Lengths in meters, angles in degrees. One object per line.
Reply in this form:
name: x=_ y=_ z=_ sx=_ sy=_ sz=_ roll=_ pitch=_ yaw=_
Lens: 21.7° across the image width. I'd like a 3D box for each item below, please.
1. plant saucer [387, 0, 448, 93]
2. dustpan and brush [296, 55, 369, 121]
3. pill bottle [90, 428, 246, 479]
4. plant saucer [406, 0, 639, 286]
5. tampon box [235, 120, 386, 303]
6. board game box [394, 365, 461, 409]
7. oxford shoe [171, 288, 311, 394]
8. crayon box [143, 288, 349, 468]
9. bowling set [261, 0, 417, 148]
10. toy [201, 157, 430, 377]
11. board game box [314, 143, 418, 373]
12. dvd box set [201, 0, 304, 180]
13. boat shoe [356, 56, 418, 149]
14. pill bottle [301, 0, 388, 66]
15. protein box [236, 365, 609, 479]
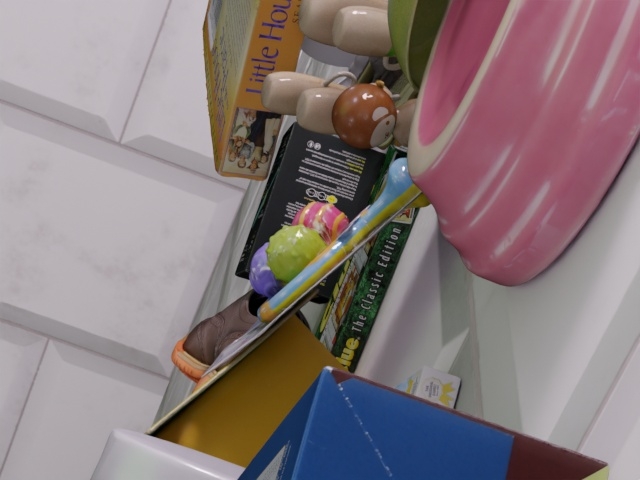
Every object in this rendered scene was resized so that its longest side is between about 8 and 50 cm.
plant saucer: x=0.111 y=-0.217 z=1.161 sx=0.241 sy=0.037 sz=0.241 roll=-51 pitch=-20 yaw=-27
dustpan and brush: x=0.035 y=-0.164 z=1.765 sx=0.147 sy=0.060 sz=0.211 roll=-37 pitch=6 yaw=-21
pill bottle: x=-0.121 y=0.326 z=1.121 sx=0.210 sy=0.210 sz=0.363 roll=163 pitch=127 yaw=-81
plant saucer: x=0.134 y=-0.140 z=0.988 sx=0.332 sy=0.084 sz=0.332 roll=-159 pitch=90 yaw=-83
tampon box: x=-0.012 y=-0.025 z=1.721 sx=0.120 sy=0.101 sz=0.161 roll=157 pitch=132 yaw=-82
board game box: x=0.043 y=0.164 z=1.058 sx=0.103 sy=0.026 sz=0.154 roll=129 pitch=160 yaw=-69
oxford shoe: x=-0.065 y=0.117 z=1.745 sx=0.133 sy=0.130 sz=0.363 roll=-58 pitch=14 yaw=0
crayon box: x=-0.101 y=0.179 z=1.376 sx=0.202 sy=0.081 sz=0.318 roll=-40 pitch=-5 yaw=-33
bowling set: x=0.065 y=-0.141 z=1.440 sx=0.287 sy=0.154 sz=0.200 roll=120 pitch=150 yaw=-47
toy: x=0.000 y=0.000 z=1.267 sx=0.237 sy=0.056 sz=0.137 roll=-37 pitch=2 yaw=24
board game box: x=0.033 y=0.046 z=1.484 sx=0.136 sy=0.030 sz=0.260 roll=-98 pitch=29 yaw=-80
dvd box set: x=-0.049 y=-0.317 z=1.723 sx=0.308 sy=0.062 sz=0.420 roll=-99 pitch=21 yaw=-53
boat shoe: x=0.074 y=-0.184 z=1.620 sx=0.080 sy=0.073 sz=0.223 roll=-78 pitch=10 yaw=-48
pill bottle: x=0.046 y=-0.337 z=1.893 sx=0.301 sy=0.169 sz=0.169 roll=-76 pitch=9 yaw=-45
protein box: x=0.012 y=0.197 z=0.744 sx=0.201 sy=0.136 sz=0.200 roll=122 pitch=166 yaw=-60
